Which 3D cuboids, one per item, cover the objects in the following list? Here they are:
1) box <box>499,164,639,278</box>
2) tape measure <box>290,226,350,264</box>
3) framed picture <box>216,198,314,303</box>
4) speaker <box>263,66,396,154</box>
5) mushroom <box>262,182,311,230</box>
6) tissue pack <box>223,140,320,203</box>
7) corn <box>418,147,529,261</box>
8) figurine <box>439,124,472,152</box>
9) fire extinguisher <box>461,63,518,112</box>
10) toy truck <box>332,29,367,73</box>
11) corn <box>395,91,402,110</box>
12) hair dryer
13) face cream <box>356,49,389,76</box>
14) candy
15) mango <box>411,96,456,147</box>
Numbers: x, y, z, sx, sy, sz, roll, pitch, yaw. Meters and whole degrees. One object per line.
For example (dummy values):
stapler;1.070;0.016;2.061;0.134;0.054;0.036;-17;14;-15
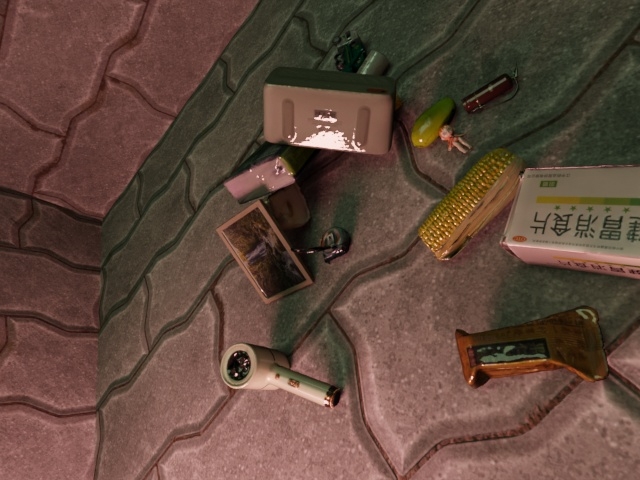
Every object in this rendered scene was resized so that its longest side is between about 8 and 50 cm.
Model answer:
box;0.536;-0.034;0.768;0.332;0.145;0.173;8;75;46
tape measure;0.002;-0.002;1.275;0.104;0.179;0.107;-43;45;45
framed picture;-0.190;0.046;1.383;0.240;0.324;0.020;-26;10;34
speaker;0.027;-0.399;1.254;0.405;0.184;0.183;8;42;7
mushroom;-0.152;-0.082;1.457;0.173;0.162;0.236;-38;5;31
tissue pack;-0.131;-0.310;1.460;0.287;0.124;0.394;-17;29;37
corn;0.364;-0.083;0.996;0.123;0.122;0.305;47;110;17
figurine;0.369;-0.275;1.128;0.064;0.047;0.109;-44;57;11
fire extinguisher;0.461;-0.394;1.098;0.157;0.045;0.078;-28;81;32
toy truck;0.122;-0.684;1.532;0.116;0.110;0.216;-19;57;23
corn;0.178;-0.420;1.371;0.206;0.067;0.068;-27;54;31
hair dryer;-0.090;0.400;1.179;0.361;0.203;0.128;10;75;30
face cream;0.137;-0.534;1.457;0.269;0.081;0.082;-57;43;9
candy;0.409;0.219;0.813;0.271;0.101;0.143;-20;52;31
mango;0.321;-0.344;1.185;0.165;0.074;0.091;-56;41;9
